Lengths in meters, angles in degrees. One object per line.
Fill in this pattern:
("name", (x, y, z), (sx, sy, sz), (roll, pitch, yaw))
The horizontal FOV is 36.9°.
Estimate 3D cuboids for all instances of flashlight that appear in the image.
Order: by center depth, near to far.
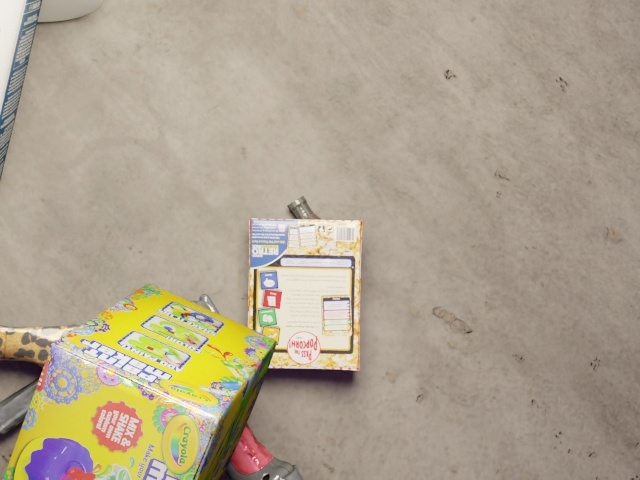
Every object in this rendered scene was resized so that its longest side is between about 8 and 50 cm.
("flashlight", (-0.109, 0.219, 1.200), (0.103, 0.103, 0.304), (-32, 89, -9))

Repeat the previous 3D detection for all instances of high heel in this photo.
("high heel", (-0.382, 0.082, 1.158), (0.186, 0.093, 0.261), (-36, 105, -10))

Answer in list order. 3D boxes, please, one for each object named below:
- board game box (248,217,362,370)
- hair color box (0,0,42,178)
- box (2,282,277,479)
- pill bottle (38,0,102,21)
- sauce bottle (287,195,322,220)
("board game box", (-0.021, 0.069, 1.240), (0.146, 0.045, 0.193), (2, 90, 0))
("hair color box", (-0.447, -0.159, 1.104), (0.174, 0.105, 0.347), (16, 106, -9))
("box", (-0.200, 0.234, 1.028), (0.177, 0.279, 0.290), (24, 101, 4))
("pill bottle", (-0.357, -0.431, 1.199), (0.160, 0.160, 0.283), (-6, 85, -13))
("sauce bottle", (0.000, 0.000, 1.282), (0.042, 0.042, 0.128), (-32, 93, -14))
